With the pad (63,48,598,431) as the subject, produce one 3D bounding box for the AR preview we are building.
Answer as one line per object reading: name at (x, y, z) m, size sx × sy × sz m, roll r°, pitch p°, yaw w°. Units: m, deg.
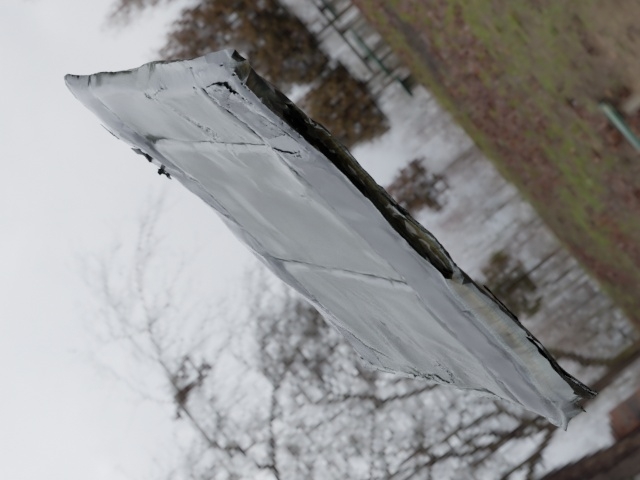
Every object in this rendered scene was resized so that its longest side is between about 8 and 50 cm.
pad at (0.000, -0.001, 0.545) m, size 0.233 × 0.022 × 0.174 m, roll 43°, pitch 162°, yaw -26°
